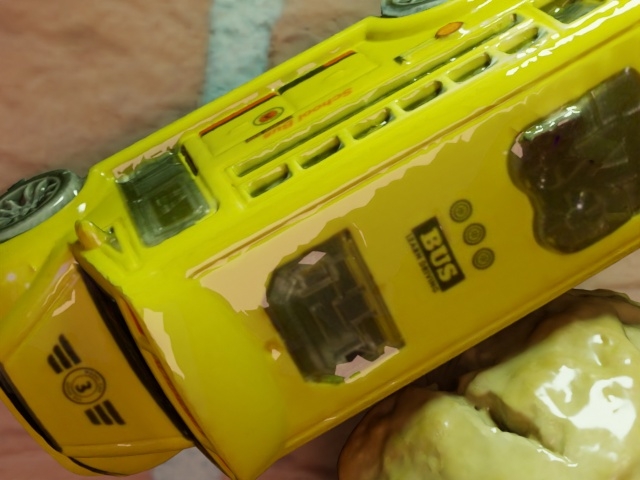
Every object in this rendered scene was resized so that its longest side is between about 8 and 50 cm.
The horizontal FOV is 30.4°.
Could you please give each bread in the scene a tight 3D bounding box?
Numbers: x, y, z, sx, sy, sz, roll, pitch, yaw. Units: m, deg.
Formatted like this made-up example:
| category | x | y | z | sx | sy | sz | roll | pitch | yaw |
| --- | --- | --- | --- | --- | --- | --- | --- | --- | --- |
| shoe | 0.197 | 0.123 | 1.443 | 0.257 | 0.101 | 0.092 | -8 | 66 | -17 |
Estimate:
| category | x | y | z | sx | sy | sz | roll | pitch | yaw |
| --- | --- | --- | --- | --- | --- | --- | --- | --- | --- |
| bread | 0.091 | 0.122 | 0.592 | 0.134 | 0.244 | 0.244 | 32 | 101 | 17 |

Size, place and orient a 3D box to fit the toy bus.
| category | x | y | z | sx | sy | sz | roll | pitch | yaw |
| --- | --- | --- | --- | --- | --- | --- | --- | --- | --- |
| toy bus | 0.000 | 0.000 | 0.540 | 0.330 | 0.152 | 0.144 | -30 | 117 | -5 |
